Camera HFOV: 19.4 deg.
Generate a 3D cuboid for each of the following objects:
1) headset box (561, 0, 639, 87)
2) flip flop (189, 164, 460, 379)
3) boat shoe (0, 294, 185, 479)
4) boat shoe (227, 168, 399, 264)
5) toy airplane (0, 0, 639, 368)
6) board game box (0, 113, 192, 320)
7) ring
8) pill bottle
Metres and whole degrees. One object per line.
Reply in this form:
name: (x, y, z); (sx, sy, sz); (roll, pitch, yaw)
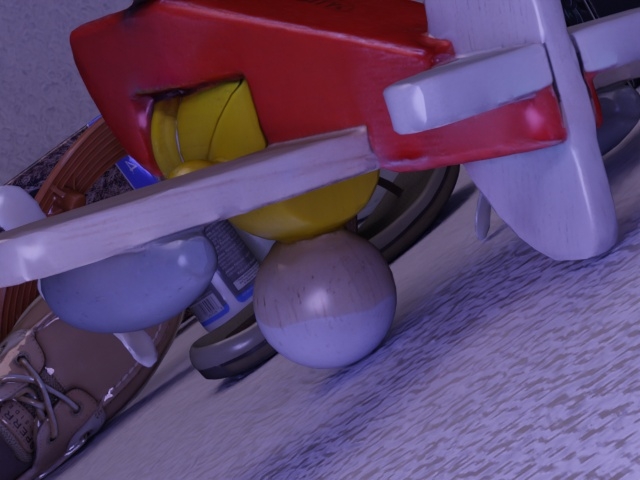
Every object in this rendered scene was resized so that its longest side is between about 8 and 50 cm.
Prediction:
headset box: (0.245, -0.254, 1.469); (0.246, 0.131, 0.283); (-37, 24, -10)
flip flop: (0.000, 0.000, 1.423); (0.277, 0.080, 0.112); (-39, 6, -21)
boat shoe: (-0.244, 0.144, 1.583); (0.341, 0.121, 0.110); (-46, 9, 8)
boat shoe: (-0.015, -0.050, 1.777); (0.305, 0.109, 0.091); (-38, 9, 22)
toy airplane: (0.021, -0.047, 1.060); (0.386, 0.272, 0.384); (0, 23, 4)
board game box: (-0.266, 0.024, 2.048); (0.291, 0.232, 0.141); (-36, 7, 9)
ring: (-0.189, 0.015, 1.792); (0.336, 0.032, 0.336); (-44, -31, -36)
pill bottle: (-0.112, 0.009, 1.724); (0.078, 0.137, 0.078); (-35, 6, 4)
